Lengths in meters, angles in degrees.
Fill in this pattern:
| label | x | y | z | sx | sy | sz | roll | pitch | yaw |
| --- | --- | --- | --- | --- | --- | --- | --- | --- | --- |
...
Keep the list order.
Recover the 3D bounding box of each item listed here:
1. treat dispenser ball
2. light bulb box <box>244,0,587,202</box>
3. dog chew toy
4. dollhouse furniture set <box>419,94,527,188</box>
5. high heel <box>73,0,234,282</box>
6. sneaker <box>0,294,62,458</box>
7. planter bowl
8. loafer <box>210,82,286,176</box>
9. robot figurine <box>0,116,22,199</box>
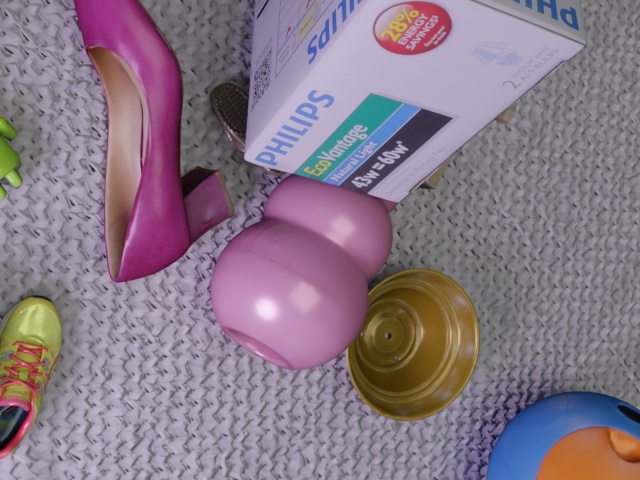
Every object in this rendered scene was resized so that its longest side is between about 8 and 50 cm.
| label | x | y | z | sx | sy | sz | roll | pitch | yaw |
| --- | --- | --- | --- | --- | --- | --- | --- | --- | --- |
| treat dispenser ball | 0.393 | 0.370 | 1.303 | 0.288 | 0.288 | 0.288 | -2 | 95 | -24 |
| light bulb box | 0.086 | -0.294 | 1.008 | 0.225 | 0.358 | 0.361 | 14 | 60 | -24 |
| dog chew toy | 0.000 | 0.000 | 1.152 | 0.206 | 0.206 | 0.332 | 37 | 72 | -22 |
| dollhouse furniture set | 0.186 | -0.176 | 1.233 | 0.101 | 0.161 | 0.182 | 31 | 81 | -23 |
| high heel | -0.248 | -0.138 | 1.057 | 0.181 | 0.127 | 0.377 | -36 | 111 | -28 |
| sneaker | -0.360 | 0.170 | 1.056 | 0.081 | 0.094 | 0.209 | 16 | 86 | -23 |
| planter bowl | 0.116 | 0.144 | 1.267 | 0.217 | 0.090 | 0.217 | -2 | 95 | -23 |
| loafer | -0.098 | -0.143 | 1.173 | 0.056 | 0.050 | 0.148 | -36 | 92 | -21 |
| robot figurine | -0.402 | -0.102 | 1.029 | 0.101 | 0.067 | 0.115 | -41 | 109 | -7 |
